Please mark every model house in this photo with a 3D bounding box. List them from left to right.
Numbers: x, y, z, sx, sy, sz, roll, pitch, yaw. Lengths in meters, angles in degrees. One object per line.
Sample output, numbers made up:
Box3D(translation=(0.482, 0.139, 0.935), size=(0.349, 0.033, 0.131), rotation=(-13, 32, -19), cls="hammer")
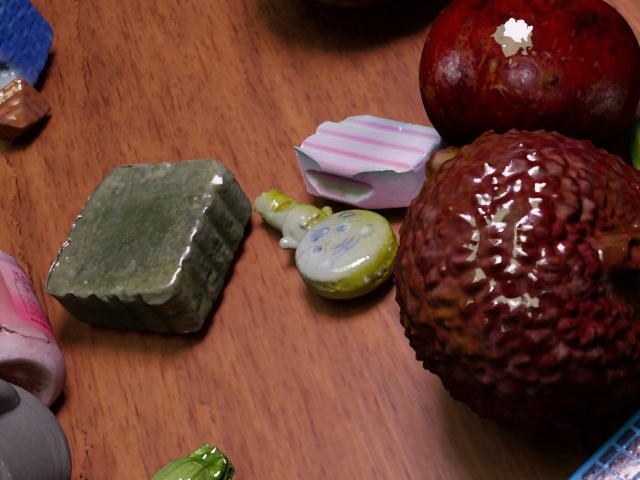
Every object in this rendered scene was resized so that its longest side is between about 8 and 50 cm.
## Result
Box3D(translation=(-0.507, -0.250, 1.592), size=(0.295, 0.252, 0.329), rotation=(-33, 53, -1), cls="model house")

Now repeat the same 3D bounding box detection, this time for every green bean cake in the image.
Box3D(translation=(-0.182, 0.006, 1.309), size=(0.185, 0.094, 0.183), rotation=(2, 56, 29), cls="green bean cake")

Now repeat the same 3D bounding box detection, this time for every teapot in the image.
Box3D(translation=(-0.333, 0.236, 1.128), size=(0.162, 0.149, 0.239), rotation=(17, 101, 3), cls="teapot")

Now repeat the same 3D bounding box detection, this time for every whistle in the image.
Box3D(translation=(0.000, 0.000, 1.254), size=(0.104, 0.057, 0.198), rotation=(-38, 39, -20), cls="whistle")

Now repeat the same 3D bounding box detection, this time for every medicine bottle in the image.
Box3D(translation=(-0.371, 0.086, 1.311), size=(0.147, 0.147, 0.247), rotation=(-35, 46, -2), cls="medicine bottle")

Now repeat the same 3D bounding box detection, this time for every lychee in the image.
Box3D(translation=(0.177, 0.035, 1.002), size=(0.260, 0.260, 0.261), rotation=(-14, 49, 17), cls="lychee")

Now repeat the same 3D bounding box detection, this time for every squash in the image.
Box3D(translation=(-0.166, 0.272, 1.106), size=(0.219, 0.068, 0.077), rotation=(-42, 42, -10), cls="squash")

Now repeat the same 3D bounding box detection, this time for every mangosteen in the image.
Box3D(translation=(0.189, -0.125, 1.165), size=(0.215, 0.215, 0.257), rotation=(22, 96, 38), cls="mangosteen")

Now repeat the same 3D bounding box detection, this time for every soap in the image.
Box3D(translation=(0.053, -0.081, 1.269), size=(0.149, 0.056, 0.100), rotation=(15, 44, 36), cls="soap")

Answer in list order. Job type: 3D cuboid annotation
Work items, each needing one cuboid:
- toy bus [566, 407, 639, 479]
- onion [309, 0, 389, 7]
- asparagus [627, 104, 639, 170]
Box3D(translation=(0.266, 0.188, 0.938), size=(0.184, 0.090, 0.106), rotation=(-41, 47, -10), cls="toy bus")
Box3D(translation=(0.042, -0.461, 1.371), size=(0.347, 0.385, 0.348), rotation=(-8, 44, 8), cls="onion")
Box3D(translation=(0.338, 0.008, 1.049), size=(0.082, 0.085, 0.343), rotation=(-29, 42, 13), cls="asparagus")
